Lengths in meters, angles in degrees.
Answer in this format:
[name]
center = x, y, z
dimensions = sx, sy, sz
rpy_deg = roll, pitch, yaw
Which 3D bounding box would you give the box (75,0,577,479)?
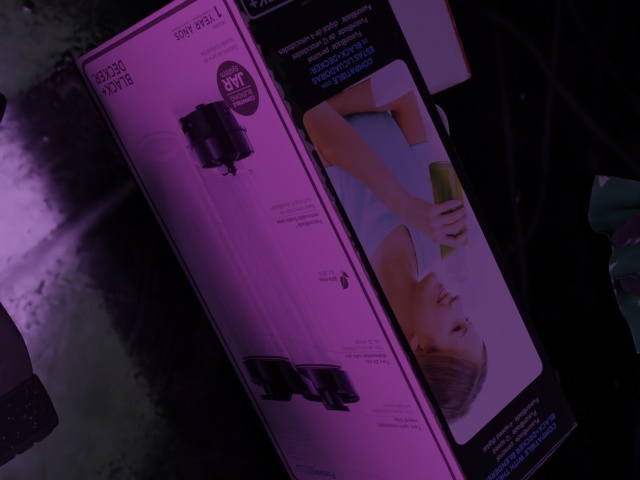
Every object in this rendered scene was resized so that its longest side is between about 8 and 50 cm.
[box]
center = 0.000, 0.000, 0.562
dimensions = 0.087, 0.169, 0.290
rpy_deg = -33, 103, -34

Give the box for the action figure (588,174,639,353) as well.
[action figure]
center = 0.321, 0.003, 0.842
dimensions = 0.232, 0.063, 0.137
rpy_deg = -8, 87, -38

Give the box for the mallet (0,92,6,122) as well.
[mallet]
center = -0.179, -0.140, 0.534
dimensions = 0.062, 0.039, 0.190
rpy_deg = 20, 71, -35

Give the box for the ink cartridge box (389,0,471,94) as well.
[ink cartridge box]
center = 0.011, -0.120, 0.597
dimensions = 0.056, 0.135, 0.099
rpy_deg = -25, 99, -30

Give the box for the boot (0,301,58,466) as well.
[boot]
center = -0.216, 0.048, 0.424
dimensions = 0.246, 0.083, 0.161
rpy_deg = -38, 113, -64

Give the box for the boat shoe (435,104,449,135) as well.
[boat shoe]
center = 0.065, -0.026, 0.683
dimensions = 0.046, 0.038, 0.125
rpy_deg = 0, 84, 9
